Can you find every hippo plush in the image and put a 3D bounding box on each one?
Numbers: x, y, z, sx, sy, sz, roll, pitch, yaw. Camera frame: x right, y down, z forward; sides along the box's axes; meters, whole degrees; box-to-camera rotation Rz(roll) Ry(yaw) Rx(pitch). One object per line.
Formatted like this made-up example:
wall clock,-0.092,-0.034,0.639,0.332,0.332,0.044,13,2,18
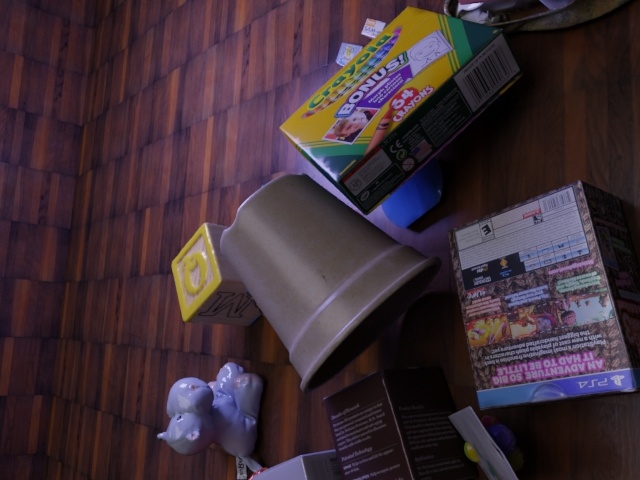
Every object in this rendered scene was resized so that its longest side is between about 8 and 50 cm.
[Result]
hippo plush,-0.289,0.451,1.465,0.234,0.237,0.293,-20,67,45

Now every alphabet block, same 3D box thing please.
alphabet block,-0.239,0.093,1.515,0.193,0.197,0.192,-46,51,32

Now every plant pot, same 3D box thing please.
plant pot,-0.005,0.050,1.082,0.305,0.334,0.333,46,119,16

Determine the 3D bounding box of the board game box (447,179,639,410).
board game box,0.348,0.093,0.891,0.232,0.141,0.290,-24,65,44

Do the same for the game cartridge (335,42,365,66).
game cartridge,0.070,-0.441,1.415,0.083,0.017,0.055,31,109,47

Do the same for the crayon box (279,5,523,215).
crayon box,0.127,-0.256,1.096,0.363,0.106,0.313,-43,36,2

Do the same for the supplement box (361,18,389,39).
supplement box,0.146,-0.435,1.264,0.062,0.099,0.036,38,111,46

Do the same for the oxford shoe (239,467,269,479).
oxford shoe,-0.159,0.636,1.366,0.133,0.130,0.363,39,143,-1

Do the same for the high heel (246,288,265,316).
high heel,-0.095,0.113,1.321,0.093,0.186,0.261,-53,21,6

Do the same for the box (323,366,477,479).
box,0.138,0.351,1.054,0.167,0.169,0.203,-39,55,38

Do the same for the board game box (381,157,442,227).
board game box,0.190,-0.106,1.197,0.169,0.033,0.133,-42,58,41

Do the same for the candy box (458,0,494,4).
candy box,0.362,-0.506,0.928,0.316,0.087,0.183,-49,37,-18

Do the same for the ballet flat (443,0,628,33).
ballet flat,0.360,-0.420,1.006,0.349,0.123,0.123,5,86,49

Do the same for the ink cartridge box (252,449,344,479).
ink cartridge box,0.025,0.492,1.104,0.168,0.233,0.171,-40,55,39

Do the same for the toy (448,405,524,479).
toy,0.266,0.313,0.907,0.056,0.237,0.136,-29,71,-9

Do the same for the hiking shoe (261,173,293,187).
hiking shoe,-0.105,-0.054,1.478,0.114,0.086,0.226,-20,67,48
